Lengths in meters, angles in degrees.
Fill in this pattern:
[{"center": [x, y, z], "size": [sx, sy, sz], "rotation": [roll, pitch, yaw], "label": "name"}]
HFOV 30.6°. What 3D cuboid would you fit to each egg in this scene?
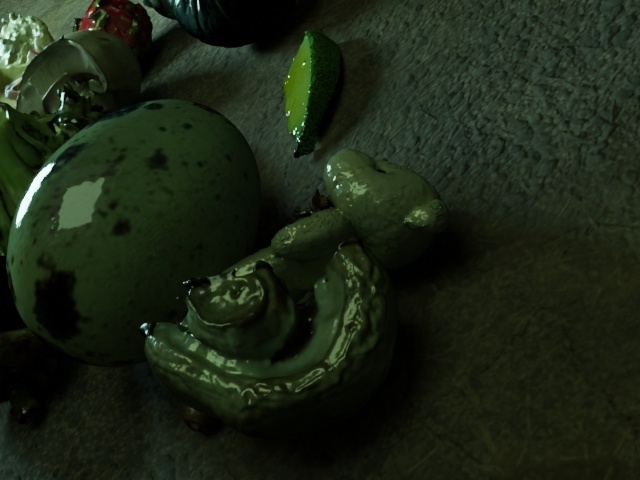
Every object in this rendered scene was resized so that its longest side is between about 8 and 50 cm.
[{"center": [-0.228, -0.017, 1.474], "size": [0.287, 0.287, 0.379], "rotation": [-5, 51, 44], "label": "egg"}]

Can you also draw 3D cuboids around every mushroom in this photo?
[{"center": [-0.402, -0.255, 2.069], "size": [0.254, 0.195, 0.189], "rotation": [-47, -5, 38], "label": "mushroom"}, {"center": [-0.042, 0.129, 1.214], "size": [0.267, 0.189, 0.164], "rotation": [-14, 60, -4], "label": "mushroom"}]

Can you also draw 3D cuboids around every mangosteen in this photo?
[{"center": [-0.447, 0.143, 1.635], "size": [0.211, 0.211, 0.250], "rotation": [-32, 63, 16], "label": "mangosteen"}]

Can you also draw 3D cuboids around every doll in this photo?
[{"center": [-0.001, -0.002, 1.304], "size": [0.278, 0.149, 0.175], "rotation": [-30, 11, 1], "label": "doll"}]

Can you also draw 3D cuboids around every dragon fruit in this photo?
[{"center": [-0.407, -0.373, 2.218], "size": [0.166, 0.160, 0.172], "rotation": [5, 51, 21], "label": "dragon fruit"}]

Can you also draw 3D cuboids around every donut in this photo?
[{"center": [-0.597, -0.253, 2.132], "size": [0.150, 0.307, 0.371], "rotation": [-1, 14, 25], "label": "donut"}]

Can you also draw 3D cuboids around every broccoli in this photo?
[{"center": [-0.449, -0.081, 1.868], "size": [0.272, 0.324, 0.334], "rotation": [106, -171, -58], "label": "broccoli"}]

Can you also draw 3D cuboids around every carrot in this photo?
[{"center": [-0.114, 0.143, 1.395], "size": [0.047, 0.047, 0.191], "rotation": [-13, 41, 39], "label": "carrot"}]

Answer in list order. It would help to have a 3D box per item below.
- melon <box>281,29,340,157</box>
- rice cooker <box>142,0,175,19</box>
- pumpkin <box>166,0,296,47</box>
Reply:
[{"center": [-0.025, -0.214, 1.712], "size": [0.114, 0.053, 0.262], "rotation": [-33, 32, 29], "label": "melon"}, {"center": [-0.270, -0.611, 2.178], "size": [0.335, 0.325, 0.335], "rotation": [-28, 35, 22], "label": "rice cooker"}, {"center": [-0.133, -0.447, 1.975], "size": [0.248, 0.248, 0.248], "rotation": [-28, 35, 22], "label": "pumpkin"}]
